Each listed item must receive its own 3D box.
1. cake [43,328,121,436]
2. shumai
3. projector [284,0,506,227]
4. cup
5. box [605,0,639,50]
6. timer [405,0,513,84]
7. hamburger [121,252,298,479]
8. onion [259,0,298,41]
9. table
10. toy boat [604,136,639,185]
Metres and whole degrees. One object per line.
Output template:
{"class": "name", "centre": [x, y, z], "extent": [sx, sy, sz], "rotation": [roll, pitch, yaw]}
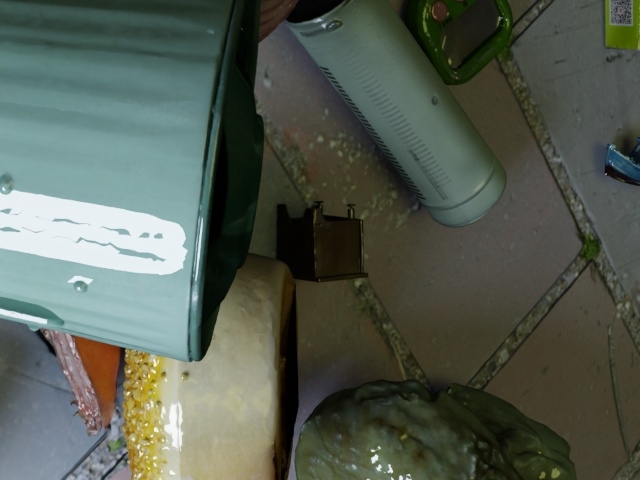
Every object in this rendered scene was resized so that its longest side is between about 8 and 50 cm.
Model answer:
{"class": "cake", "centre": [-0.245, 0.057, 1.442], "extent": [0.135, 0.098, 0.288], "rotation": [-7, 97, -37]}
{"class": "shumai", "centre": [0.153, 0.255, 1.719], "extent": [0.288, 0.292, 0.330], "rotation": [-44, 102, -33]}
{"class": "projector", "centre": [0.090, -0.159, 1.664], "extent": [0.108, 0.108, 0.337], "rotation": [-52, 126, -19]}
{"class": "cup", "centre": [-0.240, -0.051, 1.171], "extent": [0.310, 0.392, 0.401], "rotation": [-81, 179, -51]}
{"class": "box", "centre": [0.488, -0.359, 1.978], "extent": [0.260, 0.062, 0.175], "rotation": [-15, 108, -37]}
{"class": "timer", "centre": [0.164, -0.260, 1.743], "extent": [0.140, 0.047, 0.128], "rotation": [-43, 121, -25]}
{"class": "hamburger", "centre": [-0.112, 0.145, 1.449], "extent": [0.170, 0.302, 0.302], "rotation": [2, 101, 3]}
{"class": "onion", "centre": [-0.137, -0.300, 1.371], "extent": [0.272, 0.256, 0.230], "rotation": [-12, 151, -15]}
{"class": "table", "centre": [0.000, 0.000, 1.639], "extent": [0.070, 0.083, 0.082], "rotation": [-6, 98, -36]}
{"class": "toy boat", "centre": [0.432, -0.108, 1.983], "extent": [0.137, 0.060, 0.061], "rotation": [8, 113, -34]}
